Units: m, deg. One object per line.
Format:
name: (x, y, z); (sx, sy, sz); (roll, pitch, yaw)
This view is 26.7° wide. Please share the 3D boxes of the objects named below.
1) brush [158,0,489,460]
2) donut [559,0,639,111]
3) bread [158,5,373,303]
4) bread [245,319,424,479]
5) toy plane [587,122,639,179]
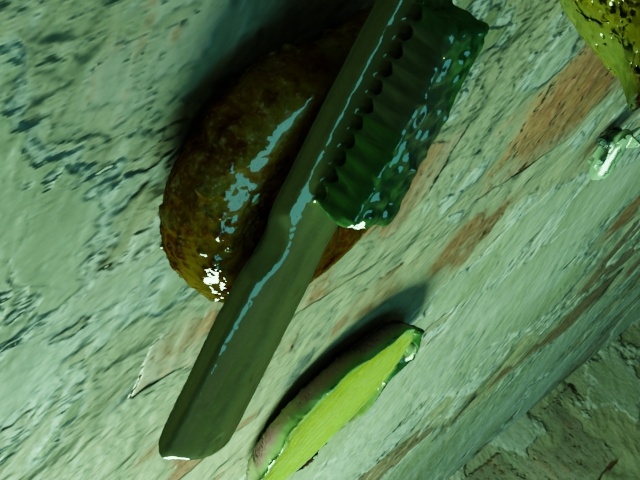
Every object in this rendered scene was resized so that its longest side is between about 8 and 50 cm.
brush: (0.000, 0.000, 0.649); (0.054, 0.048, 0.282); (-6, 131, -54)
donut: (0.246, -0.215, 0.824); (0.272, 0.107, 0.272); (-45, 168, -13)
bread: (-0.010, -0.044, 0.699); (0.193, 0.064, 0.193); (-41, 158, -20)
bread: (0.011, 0.155, 1.286); (0.228, 0.033, 0.228); (-40, 165, -13)
toy plane: (0.293, -0.089, 1.359); (0.080, 0.033, 0.083); (-32, 167, -38)
